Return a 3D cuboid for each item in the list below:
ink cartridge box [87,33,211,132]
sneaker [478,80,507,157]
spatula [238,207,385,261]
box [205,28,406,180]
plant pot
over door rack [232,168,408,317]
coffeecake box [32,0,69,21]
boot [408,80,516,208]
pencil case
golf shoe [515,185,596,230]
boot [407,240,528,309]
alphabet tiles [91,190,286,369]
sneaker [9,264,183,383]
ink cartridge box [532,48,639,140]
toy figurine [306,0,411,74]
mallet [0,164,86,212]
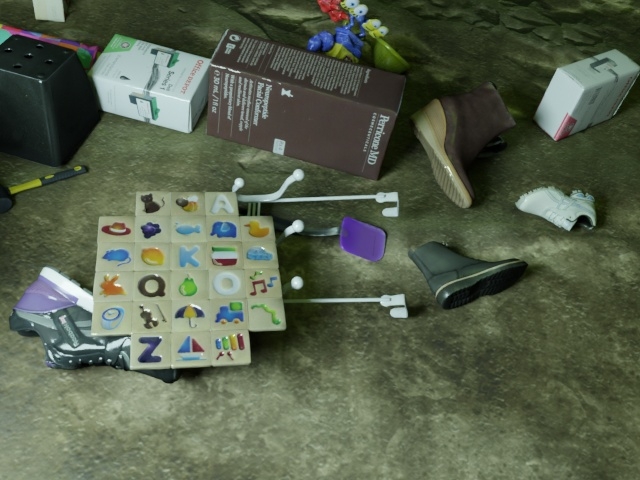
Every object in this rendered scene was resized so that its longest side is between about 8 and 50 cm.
[{"bbox_3d":[-0.353,-0.332,1.493,0.219,0.093,0.160,14,49,0],"label":"ink cartridge box"},{"bbox_3d":[0.377,-0.260,1.615,0.132,0.086,0.229,34,61,10],"label":"sneaker"},{"bbox_3d":[-0.019,-0.020,1.343,0.296,0.030,0.084,11,54,-4],"label":"spatula"},{"bbox_3d":[-0.035,-0.275,1.454,0.381,0.191,0.143,14,49,0],"label":"box"},{"bbox_3d":[-0.547,-0.278,1.342,0.188,0.167,0.187,15,42,2],"label":"plant pot"},{"bbox_3d":[0.000,0.000,1.253,0.324,0.108,0.239,4,60,-7],"label":"over door rack"},{"bbox_3d":[-0.624,-0.625,1.648,0.068,0.142,0.185,3,50,-10],"label":"coffeecake box"},{"bbox_3d":[0.325,-0.208,1.490,0.207,0.090,0.248,-23,74,-9],"label":"boot"},{"bbox_3d":[-0.577,-0.382,1.486,0.236,0.104,0.104,11,49,0],"label":"pencil case"},{"bbox_3d":[0.498,-0.062,1.476,0.176,0.069,0.086,2,56,-10],"label":"golf shoe"},{"bbox_3d":[0.278,0.039,1.337,0.198,0.077,0.137,-13,49,-24],"label":"boot"},{"bbox_3d":[-0.206,0.049,1.114,0.285,0.011,0.342,-1,50,-11],"label":"alphabet tiles"},{"bbox_3d":[-0.347,0.163,1.086,0.283,0.107,0.124,29,68,14],"label":"sneaker"},{"bbox_3d":[0.634,-0.349,1.688,0.218,0.158,0.092,-21,57,-28],"label":"ink cartridge box"},{"bbox_3d":[0.037,-0.420,1.639,0.191,0.217,0.362,35,6,34],"label":"toy figurine"},{"bbox_3d":[-0.518,-0.099,1.298,0.189,0.039,0.062,-18,55,-30],"label":"mallet"}]
